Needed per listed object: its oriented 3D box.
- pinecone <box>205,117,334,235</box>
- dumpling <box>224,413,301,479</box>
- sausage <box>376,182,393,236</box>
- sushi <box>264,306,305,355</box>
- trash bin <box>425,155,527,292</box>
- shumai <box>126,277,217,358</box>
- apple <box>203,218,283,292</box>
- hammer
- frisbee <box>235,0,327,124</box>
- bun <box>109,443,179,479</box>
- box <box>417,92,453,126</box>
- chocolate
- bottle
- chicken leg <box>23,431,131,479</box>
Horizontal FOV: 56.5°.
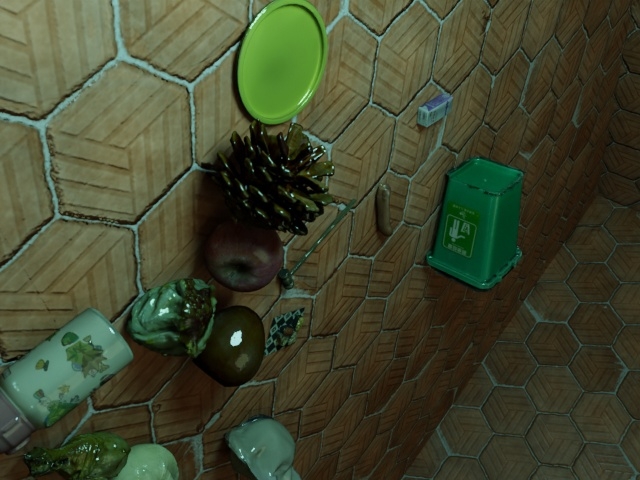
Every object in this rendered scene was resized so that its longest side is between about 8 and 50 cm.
[{"bbox_3d":[-0.080,-0.110,1.062,0.202,0.229,0.201,-14,134,-56],"label":"pinecone"},{"bbox_3d":[-0.128,0.559,1.566,0.293,0.204,0.163,45,65,-48],"label":"dumpling"},{"bbox_3d":[0.175,-0.078,1.628,0.043,0.043,0.186,-41,143,-28],"label":"sausage"},{"bbox_3d":[-0.085,0.241,1.532,0.126,0.026,0.120,-13,126,-50],"label":"sushi"},{"bbox_3d":[0.529,-0.060,1.945,0.295,0.259,0.381,-33,136,-37],"label":"trash bin"},{"bbox_3d":[-0.251,0.161,1.127,0.184,0.142,0.184,-30,135,-36],"label":"shumai"},{"bbox_3d":[-0.146,0.024,1.162,0.120,0.153,0.153,-81,173,-51],"label":"apple"},{"bbox_3d":[0.000,0.000,1.463,0.292,0.029,0.058,-49,148,-21],"label":"hammer"},{"bbox_3d":[-0.069,-0.329,1.102,0.236,0.017,0.236,-35,141,-35],"label":"frisbee"},{"bbox_3d":[-0.376,0.525,1.273,0.164,0.111,0.188,-35,137,-39],"label":"bun"},{"bbox_3d":[0.307,-0.350,1.597,0.117,0.036,0.051,-33,139,-35],"label":"box"},{"bbox_3d":[-0.183,0.220,1.256,0.176,0.176,0.177,-35,140,-35],"label":"chocolate"},{"bbox_3d":[-0.433,0.228,0.946,0.253,0.120,0.120,-41,144,-27],"label":"bottle"},{"bbox_3d":[-0.451,0.411,1.099,0.103,0.088,0.227,-52,153,12],"label":"chicken leg"}]
